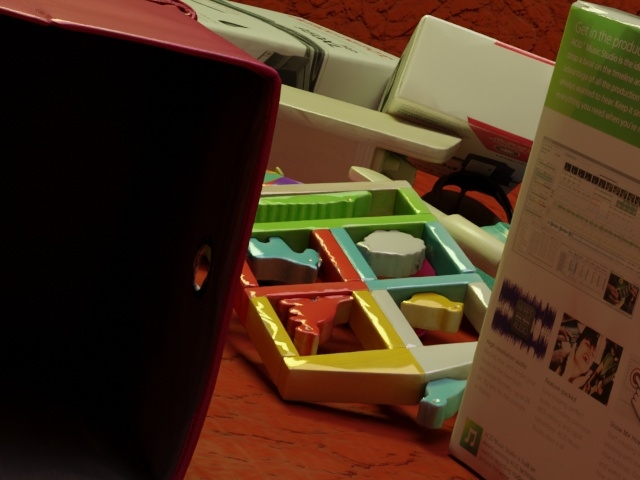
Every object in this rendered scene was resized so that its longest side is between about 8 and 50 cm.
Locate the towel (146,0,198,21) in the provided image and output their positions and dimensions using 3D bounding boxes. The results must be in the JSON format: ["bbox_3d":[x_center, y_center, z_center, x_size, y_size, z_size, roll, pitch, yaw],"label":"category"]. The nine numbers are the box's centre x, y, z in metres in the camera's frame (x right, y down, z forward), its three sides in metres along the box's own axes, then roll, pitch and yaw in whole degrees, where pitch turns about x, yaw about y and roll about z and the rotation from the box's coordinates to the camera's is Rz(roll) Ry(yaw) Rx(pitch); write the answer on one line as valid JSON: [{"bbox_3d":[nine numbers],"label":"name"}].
[{"bbox_3d":[-0.248,-0.160,1.704,0.199,0.275,0.031,13,57,-19],"label":"towel"}]

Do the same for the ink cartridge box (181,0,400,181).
[{"bbox_3d":[-0.124,-0.185,2.101,0.395,0.166,0.285,8,14,-37],"label":"ink cartridge box"}]

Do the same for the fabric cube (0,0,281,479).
[{"bbox_3d":[-0.198,-0.024,1.031,0.259,0.254,0.258,11,11,-19],"label":"fabric cube"}]

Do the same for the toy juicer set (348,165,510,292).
[{"bbox_3d":[0.183,0.049,1.618,0.329,0.089,0.209,22,11,-31],"label":"toy juicer set"}]

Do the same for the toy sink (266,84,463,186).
[{"bbox_3d":[0.007,-0.067,1.814,0.234,0.131,0.153,16,12,9],"label":"toy sink"}]

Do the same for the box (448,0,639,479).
[{"bbox_3d":[0.198,0.032,1.130,0.058,0.322,0.232,5,16,-31],"label":"box"}]

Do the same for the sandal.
[{"bbox_3d":[0.162,-0.026,1.925,0.120,0.086,0.303,17,7,-1],"label":"sandal"}]

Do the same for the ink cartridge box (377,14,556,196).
[{"bbox_3d":[0.155,-0.136,1.944,0.172,0.100,0.237,20,-12,-2],"label":"ink cartridge box"}]

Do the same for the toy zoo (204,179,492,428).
[{"bbox_3d":[0.031,0.042,1.363,0.192,0.030,0.293,-3,32,-21],"label":"toy zoo"}]

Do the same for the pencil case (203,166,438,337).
[{"bbox_3d":[0.000,0.000,1.559,0.236,0.104,0.104,25,14,26],"label":"pencil case"}]
